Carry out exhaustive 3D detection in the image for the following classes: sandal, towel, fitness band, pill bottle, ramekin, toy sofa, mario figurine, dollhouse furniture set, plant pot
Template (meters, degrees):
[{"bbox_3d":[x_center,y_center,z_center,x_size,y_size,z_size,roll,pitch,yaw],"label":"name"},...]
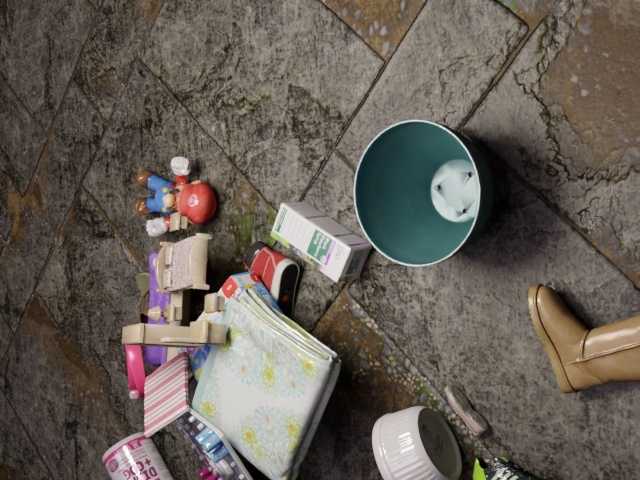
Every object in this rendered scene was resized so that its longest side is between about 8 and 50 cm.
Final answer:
[{"bbox_3d":[-0.488,0.235,2.241,0.120,0.086,0.303,-24,80,38],"label":"sandal"},{"bbox_3d":[-0.389,0.390,1.909,0.144,0.029,0.197,-36,38,18],"label":"towel"},{"bbox_3d":[-0.558,0.359,2.242,0.291,0.054,0.209,175,87,-74],"label":"fitness band"},{"bbox_3d":[-0.135,0.340,1.744,0.320,0.090,0.374,34,115,32],"label":"towel"},{"bbox_3d":[-0.532,0.744,2.283,0.160,0.160,0.283,-49,66,31],"label":"pill bottle"},{"bbox_3d":[0.217,0.461,1.632,0.109,0.207,0.207,-33,74,27],"label":"ramekin"},{"bbox_3d":[-0.428,0.215,2.111,0.177,0.150,0.363,7,100,7],"label":"toy sofa"},{"bbox_3d":[-0.430,-0.123,2.100,0.320,0.170,0.198,10,135,45],"label":"mario figurine"},{"bbox_3d":[-0.365,0.078,1.828,0.303,0.173,0.356,-14,72,54],"label":"dollhouse furniture set"},{"bbox_3d":[0.241,-0.099,1.553,0.290,0.195,0.290,4,97,38],"label":"plant pot"}]

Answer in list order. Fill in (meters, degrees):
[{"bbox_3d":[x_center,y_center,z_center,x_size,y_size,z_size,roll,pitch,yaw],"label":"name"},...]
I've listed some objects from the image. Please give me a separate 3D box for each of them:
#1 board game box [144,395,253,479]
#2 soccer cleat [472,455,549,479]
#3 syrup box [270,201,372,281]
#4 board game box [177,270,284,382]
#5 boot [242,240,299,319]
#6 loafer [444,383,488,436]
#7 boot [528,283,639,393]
[{"bbox_3d":[-0.279,0.578,1.948,0.390,0.050,0.390,14,137,53],"label":"board game box"},{"bbox_3d":[0.401,0.494,1.578,0.179,0.060,0.072,-7,78,39],"label":"soccer cleat"},{"bbox_3d":[0.000,0.000,1.821,0.237,0.096,0.093,35,115,32],"label":"syrup box"},{"bbox_3d":[-0.193,0.292,1.896,0.302,0.086,0.308,52,123,22],"label":"board game box"},{"bbox_3d":[-0.153,0.133,1.972,0.176,0.088,0.244,30,112,41],"label":"boot"},{"bbox_3d":[0.312,0.375,1.645,0.125,0.045,0.039,49,128,21],"label":"loafer"},{"bbox_3d":[0.554,0.161,1.407,0.269,0.089,0.236,-22,91,38],"label":"boot"}]
